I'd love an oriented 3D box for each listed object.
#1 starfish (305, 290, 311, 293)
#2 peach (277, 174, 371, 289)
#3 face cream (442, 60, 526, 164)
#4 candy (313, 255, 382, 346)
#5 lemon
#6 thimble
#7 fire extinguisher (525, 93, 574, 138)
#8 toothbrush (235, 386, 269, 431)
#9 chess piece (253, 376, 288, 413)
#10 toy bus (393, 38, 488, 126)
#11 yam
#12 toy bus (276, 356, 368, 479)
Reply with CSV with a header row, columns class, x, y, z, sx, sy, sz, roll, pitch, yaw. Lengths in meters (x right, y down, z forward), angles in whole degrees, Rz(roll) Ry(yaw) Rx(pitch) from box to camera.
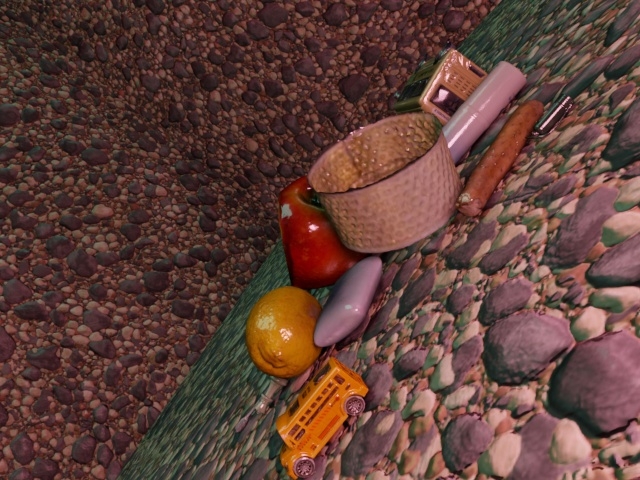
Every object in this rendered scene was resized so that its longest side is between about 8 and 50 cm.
class,x,y,z,sx,sy,sz,roll,pitch,yaw
starfish,-0.014,0.074,1.517,0.238,0.057,0.213,-61,-6,-22
peach,0.000,0.000,1.228,0.274,0.245,0.248,101,-169,-50
face cream,0.331,-0.265,1.146,0.250,0.077,0.077,-49,8,8
candy,0.055,0.114,0.999,0.138,0.071,0.174,-46,8,37
lemon,-0.070,0.182,1.057,0.170,0.170,0.207,-47,13,29
thimble,0.122,-0.110,0.994,0.271,0.150,0.270,-22,29,13
fire extinguisher,0.362,-0.189,0.832,0.083,0.025,0.038,-49,31,12
toothbrush,-0.118,0.336,1.156,0.219,0.016,0.019,-50,10,6
chess piece,-0.106,0.321,1.101,0.093,0.042,0.042,-59,9,-6
toy bus,0.319,-0.386,1.415,0.201,0.177,0.365,-56,8,8
yam,0.297,-0.137,0.871,0.241,0.057,0.057,-52,8,-18
toy bus,-0.008,0.247,0.740,0.162,0.074,0.069,-50,9,-1
